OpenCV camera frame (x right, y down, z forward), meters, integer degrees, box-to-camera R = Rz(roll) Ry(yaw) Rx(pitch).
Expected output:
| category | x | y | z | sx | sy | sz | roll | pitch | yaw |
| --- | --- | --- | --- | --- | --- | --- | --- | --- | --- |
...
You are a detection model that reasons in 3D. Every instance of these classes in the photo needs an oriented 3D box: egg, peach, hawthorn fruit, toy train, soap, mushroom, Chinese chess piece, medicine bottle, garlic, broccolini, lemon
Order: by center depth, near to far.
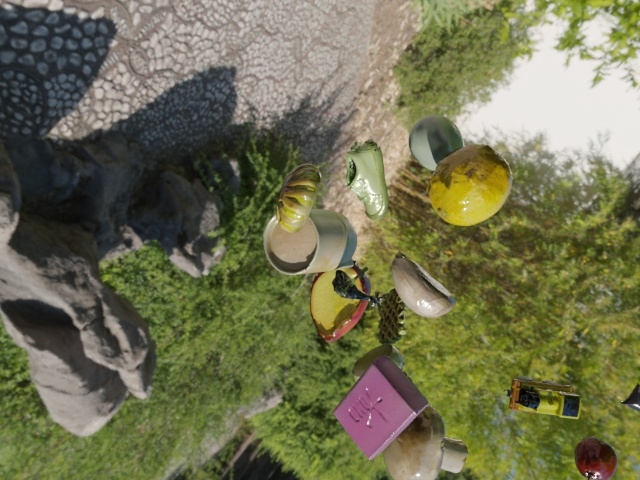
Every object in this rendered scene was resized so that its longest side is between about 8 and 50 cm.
| category | x | y | z | sx | sy | sz | roll | pitch | yaw |
| --- | --- | --- | --- | --- | --- | --- | --- | --- | --- |
| garlic | 0.239 | 0.119 | 1.253 | 0.087 | 0.195 | 0.101 | -51 | 175 | 30 |
| toy train | 0.619 | 0.438 | 1.433 | 0.127 | 0.219 | 0.089 | 170 | -70 | -82 |
| soap | 0.162 | 0.473 | 1.464 | 0.081 | 0.181 | 0.259 | -12 | 143 | -47 |
| lemon | 0.459 | -0.171 | 1.586 | 0.288 | 0.233 | 0.233 | -47 | 167 | -13 |
| broccolini | 0.103 | 0.132 | 1.718 | 0.140 | 0.035 | 0.030 | -41 | 130 | -23 |
| mushroom | 0.361 | 0.684 | 1.760 | 0.292 | 0.290 | 0.292 | -168 | -90 | -75 |
| egg | 0.410 | -0.340 | 1.827 | 0.183 | 0.183 | 0.264 | -59 | -155 | 26 |
| Chinese chess piece | 0.205 | 0.450 | 1.840 | 0.188 | 0.083 | 0.188 | -35 | -171 | 6 |
| hawthorn fruit | 1.003 | 0.812 | 1.893 | 0.172 | 0.148 | 0.148 | -40 | 162 | -48 |
| medicine bottle | 0.000 | 0.000 | 1.926 | 0.406 | 0.236 | 0.235 | -1 | 127 | -59 |
| peach | 0.093 | 0.275 | 2.280 | 0.201 | 0.258 | 0.361 | 38 | 61 | -64 |

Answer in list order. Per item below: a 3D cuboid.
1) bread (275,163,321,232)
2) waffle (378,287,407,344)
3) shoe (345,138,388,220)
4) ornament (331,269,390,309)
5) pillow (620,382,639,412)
| category | x | y | z | sx | sy | sz | roll | pitch | yaw |
| --- | --- | --- | --- | --- | --- | --- | --- | --- | --- |
| bread | -0.068 | -0.128 | 1.509 | 0.213 | 0.105 | 0.213 | -157 | -90 | -81 |
| waffle | 0.215 | 0.224 | 1.539 | 0.183 | 0.036 | 0.169 | 131 | -32 | -63 |
| shoe | 0.145 | -0.193 | 1.659 | 0.140 | 0.128 | 0.262 | -92 | 178 | -66 |
| ornament | 0.164 | 0.192 | 1.858 | 0.202 | 0.236 | 0.080 | -123 | -126 | -77 |
| pillow | 1.089 | 0.544 | 1.719 | 0.090 | 0.150 | 0.048 | -61 | 178 | 4 |
